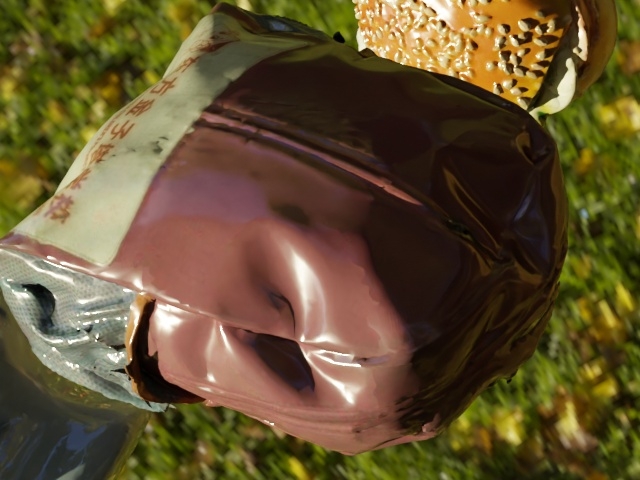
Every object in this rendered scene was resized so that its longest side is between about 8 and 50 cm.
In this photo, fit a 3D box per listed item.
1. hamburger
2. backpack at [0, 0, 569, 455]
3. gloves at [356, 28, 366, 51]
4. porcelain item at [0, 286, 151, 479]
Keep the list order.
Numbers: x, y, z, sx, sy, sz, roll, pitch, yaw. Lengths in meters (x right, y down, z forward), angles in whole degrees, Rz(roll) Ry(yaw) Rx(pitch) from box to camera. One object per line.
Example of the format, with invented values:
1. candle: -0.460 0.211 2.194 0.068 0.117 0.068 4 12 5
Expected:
1. hamburger: 0.133 -0.196 1.609 0.237 0.236 0.147 5 35 26
2. backpack: 0.000 0.000 1.177 0.317 0.197 0.283 18 61 33
3. gloves: 0.102 -0.216 1.918 0.218 0.140 0.131 -51 28 14
4. porcelain item: -0.338 0.094 1.381 0.405 0.178 0.242 32 76 2
